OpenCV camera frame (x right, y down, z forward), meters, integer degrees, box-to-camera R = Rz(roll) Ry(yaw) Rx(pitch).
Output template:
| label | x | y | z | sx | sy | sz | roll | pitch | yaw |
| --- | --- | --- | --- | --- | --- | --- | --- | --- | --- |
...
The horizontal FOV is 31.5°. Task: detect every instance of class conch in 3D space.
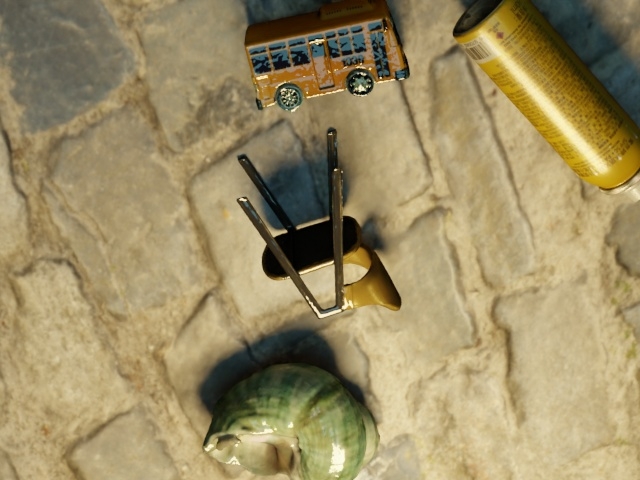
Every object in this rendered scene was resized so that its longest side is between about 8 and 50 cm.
| label | x | y | z | sx | sy | sz | roll | pitch | yaw |
| --- | --- | --- | --- | --- | --- | --- | --- | --- | --- |
| conch | -0.024 | 0.284 | 1.682 | 0.277 | 0.195 | 0.220 | 6 | 131 | -29 |

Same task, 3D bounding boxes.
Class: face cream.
| label | x | y | z | sx | sy | sz | roll | pitch | yaw |
| --- | --- | --- | --- | --- | --- | --- | --- | --- | --- |
| face cream | 0.323 | -0.181 | 1.496 | 0.105 | 0.105 | 0.348 | -40 | 109 | 16 |

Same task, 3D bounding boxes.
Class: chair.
| label | x | y | z | sx | sy | sz | roll | pitch | yaw |
| --- | --- | --- | --- | --- | --- | --- | --- | --- | --- |
| chair | 0.000 | 0.000 | 1.546 | 0.172 | 0.159 | 0.247 | -15 | 114 | 3 |

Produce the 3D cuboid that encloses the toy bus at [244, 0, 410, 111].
| label | x | y | z | sx | sy | sz | roll | pitch | yaw |
| --- | --- | --- | --- | --- | --- | --- | --- | --- | --- |
| toy bus | 0.008 | -0.244 | 1.464 | 0.201 | 0.098 | 0.114 | -11 | 115 | 6 |
